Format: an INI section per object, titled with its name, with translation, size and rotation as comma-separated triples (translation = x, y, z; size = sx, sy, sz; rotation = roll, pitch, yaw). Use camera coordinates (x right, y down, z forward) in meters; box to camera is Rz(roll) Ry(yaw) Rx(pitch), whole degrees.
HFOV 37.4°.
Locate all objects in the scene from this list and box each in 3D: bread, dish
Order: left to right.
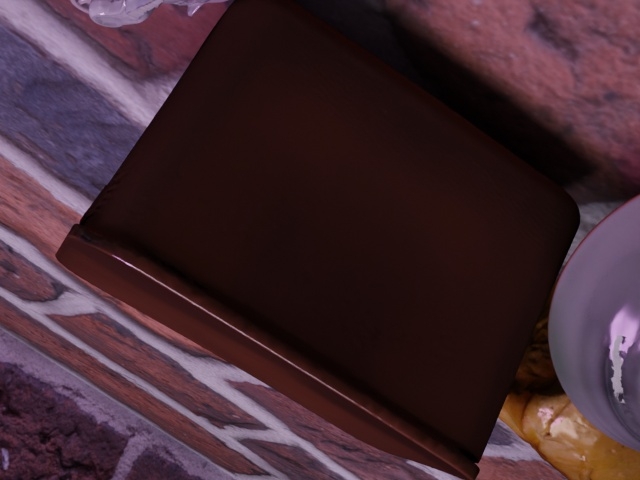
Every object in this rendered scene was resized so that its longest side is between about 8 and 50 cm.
[bread]
translation = 0.316, 0.179, 0.888
size = 0.344, 0.195, 0.149
rotation = 40, 172, -28
[dish]
translation = 0.297, 0.080, 0.668
size = 0.260, 0.085, 0.260
rotation = 2, 118, 4

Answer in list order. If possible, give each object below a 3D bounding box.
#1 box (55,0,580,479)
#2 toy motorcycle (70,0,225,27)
[box]
translation = 0.000, 0.000, 0.756
size = 0.339, 0.229, 0.239
rotation = 32, 167, -13
[toy motorcycle]
translation = -0.091, -0.205, 0.669
size = 0.254, 0.112, 0.112
rotation = -4, 142, 49
